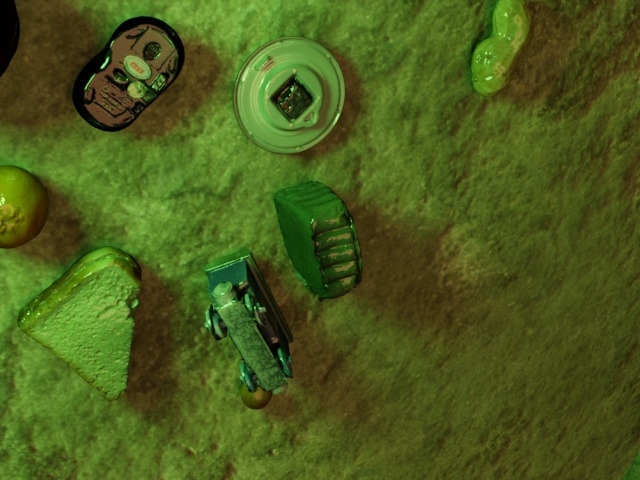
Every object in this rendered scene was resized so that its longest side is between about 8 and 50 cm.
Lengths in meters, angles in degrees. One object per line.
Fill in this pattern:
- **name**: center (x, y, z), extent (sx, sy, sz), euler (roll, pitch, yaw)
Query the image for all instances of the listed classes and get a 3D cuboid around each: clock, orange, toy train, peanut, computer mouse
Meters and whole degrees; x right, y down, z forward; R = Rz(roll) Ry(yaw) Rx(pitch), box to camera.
- **clock**: center (-0.063, -0.296, 1.594), extent (0.244, 0.056, 0.245), euler (-10, 116, -21)
- **orange**: center (-0.578, -0.059, 1.420), extent (0.158, 0.136, 0.159), euler (-9, 118, -18)
- **toy train**: center (-0.154, 0.185, 1.683), extent (0.131, 0.202, 0.300), euler (-21, 121, 4)
- **peanut**: center (0.403, -0.431, 1.721), extent (0.103, 0.098, 0.230), euler (8, 108, -55)
- **computer mouse**: center (-0.356, -0.311, 1.434), extent (0.233, 0.096, 0.137), euler (-45, 117, 5)
- **orange**: center (-0.150, 0.356, 1.835), extent (0.085, 0.085, 0.085), euler (-9, 116, -20)

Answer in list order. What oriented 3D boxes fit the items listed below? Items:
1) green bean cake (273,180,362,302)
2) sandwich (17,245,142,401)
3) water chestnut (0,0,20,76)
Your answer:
- **green bean cake**: center (0.000, 0.000, 1.652), extent (0.124, 0.227, 0.223), euler (-18, 118, -14)
- **sandwich**: center (-0.438, 0.169, 1.605), extent (0.254, 0.099, 0.288), euler (-39, 121, -3)
- **water chestnut**: center (-0.626, -0.347, 1.158), extent (0.335, 0.347, 0.336), euler (-5, 104, -19)
